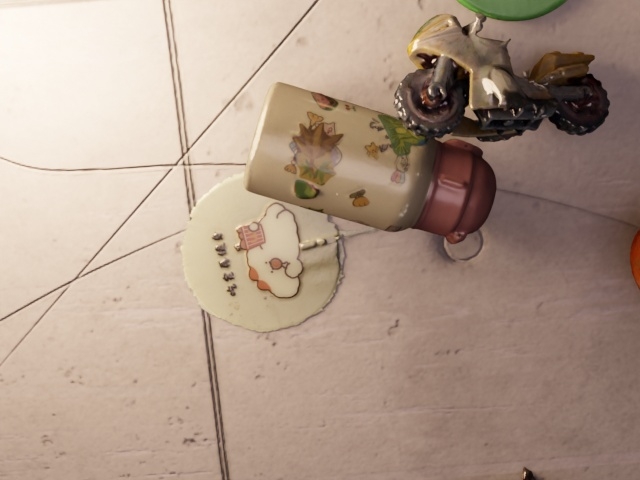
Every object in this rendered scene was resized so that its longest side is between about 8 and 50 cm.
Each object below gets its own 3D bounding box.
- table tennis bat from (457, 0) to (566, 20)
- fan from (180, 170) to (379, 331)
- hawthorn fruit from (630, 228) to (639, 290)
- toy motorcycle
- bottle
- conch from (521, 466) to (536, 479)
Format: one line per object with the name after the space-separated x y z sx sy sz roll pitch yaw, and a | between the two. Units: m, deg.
0.153 -0.308 0.782 0.256 0.039 0.161 4 105 -5 | table tennis bat
0.000 0.000 0.876 0.328 0.009 0.191 -12 103 5 | fan
0.417 0.042 0.800 0.157 0.157 0.194 -34 96 9 | hawthorn fruit
0.180 -0.167 0.780 0.229 0.094 0.130 -3 69 -13 | toy motorcycle
0.055 -0.074 0.801 0.253 0.120 0.121 15 104 -4 | bottle
0.236 0.422 0.908 0.312 0.186 0.241 -20 110 -13 | conch
